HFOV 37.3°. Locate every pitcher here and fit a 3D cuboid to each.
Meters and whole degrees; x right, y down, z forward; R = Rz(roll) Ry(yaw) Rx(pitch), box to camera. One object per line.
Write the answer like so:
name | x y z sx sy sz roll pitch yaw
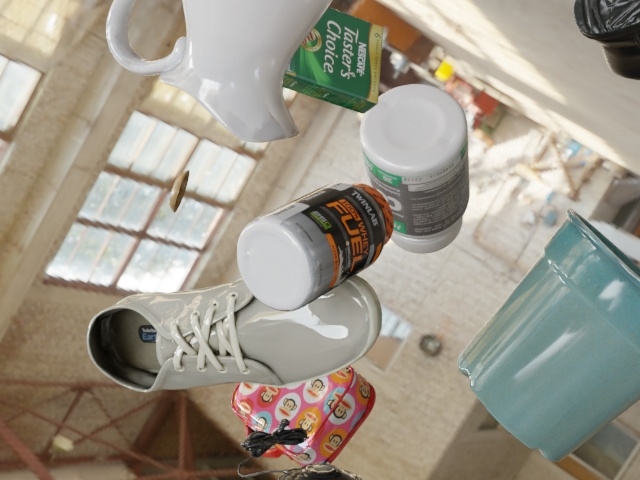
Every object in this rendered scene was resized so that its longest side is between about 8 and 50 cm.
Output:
pitcher | -0.068 -0.197 0.680 0.178 0.207 0.125 24 -157 17

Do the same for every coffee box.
coffee box | -0.012 -0.233 1.147 0.184 0.113 0.040 16 158 -25

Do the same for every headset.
headset | -0.001 0.440 1.489 0.185 0.243 0.394 -3 -146 -40

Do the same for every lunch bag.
lunch bag | -0.051 0.339 1.962 0.293 0.258 0.120 27 167 50

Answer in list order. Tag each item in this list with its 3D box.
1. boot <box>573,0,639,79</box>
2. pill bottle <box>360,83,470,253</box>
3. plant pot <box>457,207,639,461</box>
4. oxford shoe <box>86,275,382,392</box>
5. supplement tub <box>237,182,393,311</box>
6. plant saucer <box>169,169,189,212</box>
boot | 0.461 -0.280 1.195 0.246 0.094 0.207 -8 169 31
pill bottle | 0.197 -0.129 1.905 0.204 0.204 0.361 34 162 25
plant pot | 0.437 0.178 1.636 0.341 0.334 0.341 40 -167 -11
oxford shoe | -0.131 0.129 1.275 0.449 0.169 0.130 -7 -175 26
supplement tub | 0.000 0.000 1.137 0.117 0.117 0.190 33 -143 23
plant saucer | -0.261 -0.092 1.737 0.015 0.083 0.083 18 -172 -1
